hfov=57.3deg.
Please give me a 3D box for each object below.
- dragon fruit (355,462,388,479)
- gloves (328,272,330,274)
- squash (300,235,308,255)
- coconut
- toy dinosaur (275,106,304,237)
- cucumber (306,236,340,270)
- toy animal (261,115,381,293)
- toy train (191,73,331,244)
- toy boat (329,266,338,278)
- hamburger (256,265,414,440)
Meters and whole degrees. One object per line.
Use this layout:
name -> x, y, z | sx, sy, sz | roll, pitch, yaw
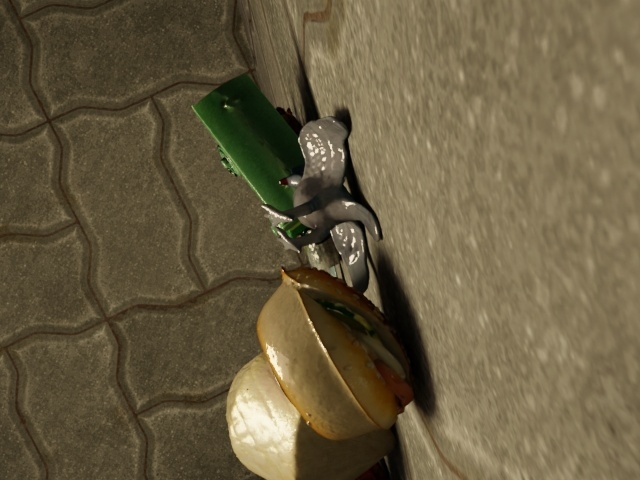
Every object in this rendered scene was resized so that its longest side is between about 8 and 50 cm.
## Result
dragon fruit -> 0.096, 0.594, 1.563 | 0.317, 0.152, 0.205 | 118, 153, -48
gloves -> 0.032, 0.115, 1.434 | 0.064, 0.026, 0.086 | 82, 176, -51
squash -> -0.019, -0.048, 1.220 | 0.066, 0.066, 0.252 | -110, 5, -52
coconut -> -0.007, 0.340, 1.108 | 0.329, 0.328, 0.329 | 165, 90, -86
toy dinosaur -> -0.073, -0.187, 1.264 | 0.432, 0.097, 0.208 | 85, 162, -66
cucumber -> 0.001, 0.002, 1.172 | 0.064, 0.064, 0.112 | -119, 16, -73
toy animal -> 0.009, -0.059, 0.761 | 0.255, 0.176, 0.239 | 19, 136, 43
toy train -> -0.084, -0.127, 0.997 | 0.301, 0.120, 0.202 | 52, 173, 14
toy boat -> 0.032, 0.078, 1.238 | 0.096, 0.034, 0.122 | -124, 20, -60
hamburger -> 0.018, 0.136, 0.712 | 0.237, 0.147, 0.237 | 54, 175, 7
